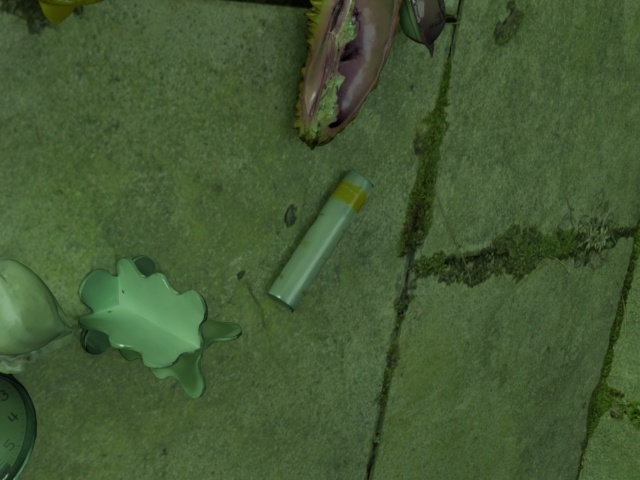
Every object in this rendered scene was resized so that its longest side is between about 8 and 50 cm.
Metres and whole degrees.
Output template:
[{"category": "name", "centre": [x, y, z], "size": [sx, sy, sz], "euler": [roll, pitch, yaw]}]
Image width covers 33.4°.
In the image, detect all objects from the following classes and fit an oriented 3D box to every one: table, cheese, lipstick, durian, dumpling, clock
[{"category": "table", "centre": [-0.228, 0.124, 1.521], "size": [0.167, 0.198, 0.166], "euler": [-24, 124, -41]}, {"category": "cheese", "centre": [0.151, -0.441, 1.769], "size": [0.189, 0.074, 0.285], "euler": [-78, 151, -57]}, {"category": "lipstick", "centre": [0.000, 0.000, 1.837], "size": [0.264, 0.059, 0.059], "euler": [-56, 140, -14]}, {"category": "durian", "centre": [0.033, -0.314, 1.698], "size": [0.191, 0.112, 0.341], "euler": [-35, 144, -53]}, {"category": "dumpling", "centre": [-0.419, 0.099, 1.364], "size": [0.151, 0.124, 0.229], "euler": [-34, 133, 6]}, {"category": "clock", "centre": [-0.481, 0.268, 1.419], "size": [0.226, 0.049, 0.225], "euler": [-25, 126, -41]}]

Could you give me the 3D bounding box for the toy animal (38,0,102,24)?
[{"category": "toy animal", "centre": [-0.275, -0.381, 1.296], "size": [0.230, 0.156, 0.156], "euler": [-41, 135, -15]}]
